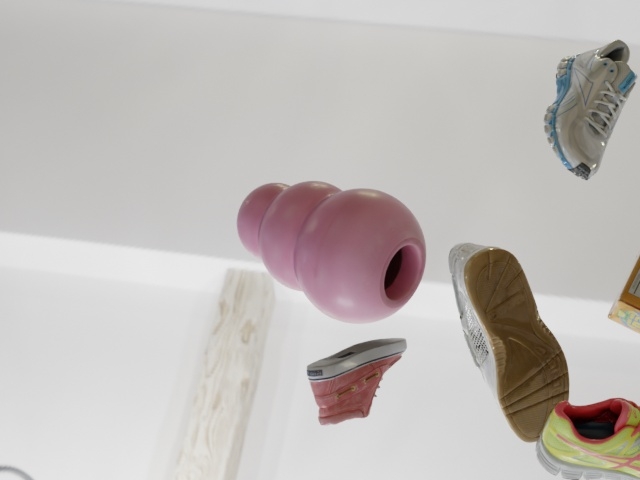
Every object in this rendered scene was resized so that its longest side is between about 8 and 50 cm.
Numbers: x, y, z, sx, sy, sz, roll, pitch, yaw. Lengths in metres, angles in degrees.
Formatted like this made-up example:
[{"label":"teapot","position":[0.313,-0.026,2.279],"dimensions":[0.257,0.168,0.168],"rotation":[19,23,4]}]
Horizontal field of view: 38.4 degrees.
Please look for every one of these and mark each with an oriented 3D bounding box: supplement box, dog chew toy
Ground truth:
[{"label":"supplement box","position":[0.519,0.029,1.388],"dimensions":[0.080,0.078,0.233],"rotation":[29,-112,17]},{"label":"dog chew toy","position":[0.000,0.000,1.438],"dimensions":[0.332,0.206,0.206],"rotation":[21,-125,39]}]

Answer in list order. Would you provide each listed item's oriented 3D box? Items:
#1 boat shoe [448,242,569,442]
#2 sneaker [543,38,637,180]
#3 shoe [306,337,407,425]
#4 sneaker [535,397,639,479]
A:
[{"label":"boat shoe","position":[0.229,0.120,1.138],"dimensions":[0.098,0.277,0.096],"rotation":[-25,-159,-11]},{"label":"sneaker","position":[0.288,-0.146,0.960],"dimensions":[0.071,0.083,0.190],"rotation":[36,-132,-24]},{"label":"shoe","position":[0.054,0.184,1.218],"dimensions":[0.063,0.081,0.178],"rotation":[-6,-174,44]},{"label":"sneaker","position":[0.344,0.215,1.001],"dimensions":[0.209,0.094,0.081],"rotation":[0,-145,6]}]
